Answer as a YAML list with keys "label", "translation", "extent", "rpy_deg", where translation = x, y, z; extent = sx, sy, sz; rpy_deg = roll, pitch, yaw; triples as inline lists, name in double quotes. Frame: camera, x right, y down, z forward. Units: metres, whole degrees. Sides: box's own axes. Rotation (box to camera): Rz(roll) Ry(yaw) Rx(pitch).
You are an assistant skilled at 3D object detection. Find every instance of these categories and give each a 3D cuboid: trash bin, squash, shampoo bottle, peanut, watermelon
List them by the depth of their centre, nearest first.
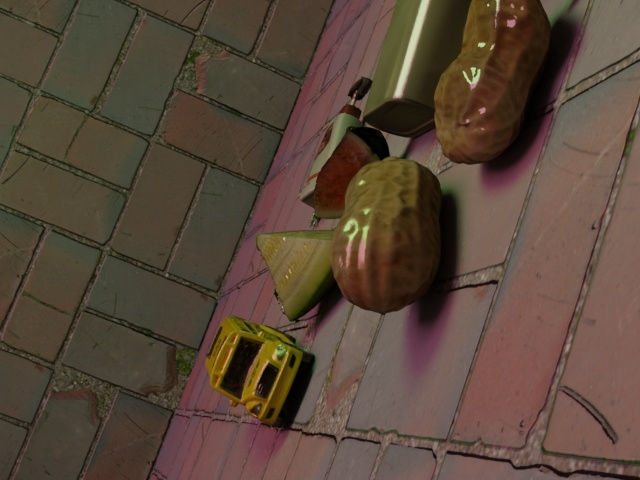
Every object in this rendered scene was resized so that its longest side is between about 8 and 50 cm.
- label: "peanut"
  translation: [0.205, -0.204, 1.268]
  extent: [0.197, 0.110, 0.233]
  rpy_deg: [-178, 111, -84]
- label: "peanut"
  translation: [0.094, -0.018, 1.379]
  extent: [0.325, 0.140, 0.153]
  rpy_deg: [-71, -34, -62]
- label: "trash bin"
  translation: [0.167, -0.304, 1.675]
  extent: [0.243, 0.121, 0.247]
  rpy_deg: [160, 128, -76]
- label: "watermelon"
  translation: [0.057, -0.115, 1.809]
  extent: [0.245, 0.119, 0.063]
  rpy_deg: [113, 162, -54]
- label: "squash"
  translation: [0.000, 0.000, 1.848]
  extent: [0.203, 0.111, 0.288]
  rpy_deg: [67, 150, 26]
- label: "shampoo bottle"
  translation: [0.040, -0.208, 2.221]
  extent: [0.153, 0.071, 0.284]
  rpy_deg: [143, 147, -67]

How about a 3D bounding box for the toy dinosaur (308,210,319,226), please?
- label: "toy dinosaur"
  translation: [-0.006, -0.061, 2.289]
  extent: [0.062, 0.021, 0.083]
  rpy_deg: [-62, 13, -14]

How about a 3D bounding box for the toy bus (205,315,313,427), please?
- label: "toy bus"
  translation: [-0.123, 0.225, 1.907]
  extent: [0.330, 0.152, 0.144]
  rpy_deg: [-167, 100, -80]
